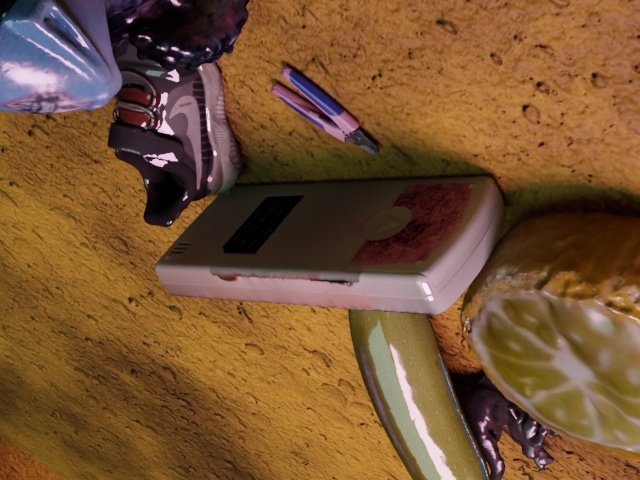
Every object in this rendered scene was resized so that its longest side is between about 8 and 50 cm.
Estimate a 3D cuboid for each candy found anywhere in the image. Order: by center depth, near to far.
[{"bbox_3d":[0.245,0.085,0.812,0.260,0.118,0.260,28,150,18],"label":"candy"}]

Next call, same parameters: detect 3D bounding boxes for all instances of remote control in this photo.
[{"bbox_3d":[0.000,0.001,0.886,0.344,0.145,0.050,2,131,41],"label":"remote control"}]

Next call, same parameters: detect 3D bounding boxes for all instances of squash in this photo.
[{"bbox_3d":[0.087,0.135,0.991,0.094,0.094,0.341,-11,106,48],"label":"squash"}]

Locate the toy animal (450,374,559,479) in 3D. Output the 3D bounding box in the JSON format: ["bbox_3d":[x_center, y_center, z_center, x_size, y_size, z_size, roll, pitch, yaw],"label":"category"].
[{"bbox_3d":[0.171,0.199,1.067,0.232,0.084,0.148,9,122,44],"label":"toy animal"}]

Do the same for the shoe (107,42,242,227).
[{"bbox_3d":[-0.152,-0.109,0.909,0.099,0.112,0.227,15,144,29],"label":"shoe"}]

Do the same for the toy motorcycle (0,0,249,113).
[{"bbox_3d":[-0.252,-0.249,0.708,0.416,0.232,0.172,40,150,-7],"label":"toy motorcycle"}]

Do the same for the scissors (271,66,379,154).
[{"bbox_3d":[0.006,-0.112,0.855,0.113,0.012,0.039,37,147,-4],"label":"scissors"}]
